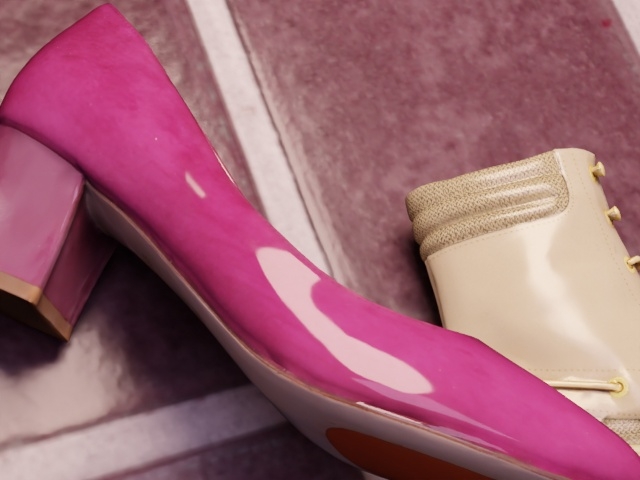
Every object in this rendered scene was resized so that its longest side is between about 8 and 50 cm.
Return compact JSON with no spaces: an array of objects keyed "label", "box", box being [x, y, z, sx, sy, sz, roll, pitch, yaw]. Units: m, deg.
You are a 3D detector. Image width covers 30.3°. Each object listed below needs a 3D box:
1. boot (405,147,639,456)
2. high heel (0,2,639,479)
[{"label":"boot","box":[0.186,0.045,0.676,0.262,0.095,0.203,-6,68,-10]},{"label":"high heel","box":[0.000,0.000,0.588,0.377,0.127,0.181,22,70,7]}]
